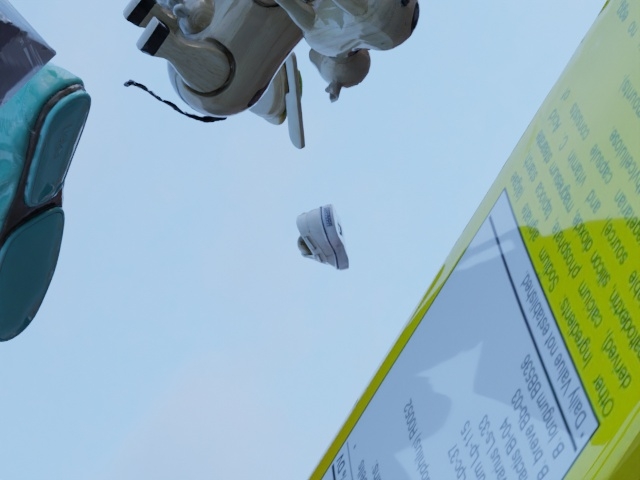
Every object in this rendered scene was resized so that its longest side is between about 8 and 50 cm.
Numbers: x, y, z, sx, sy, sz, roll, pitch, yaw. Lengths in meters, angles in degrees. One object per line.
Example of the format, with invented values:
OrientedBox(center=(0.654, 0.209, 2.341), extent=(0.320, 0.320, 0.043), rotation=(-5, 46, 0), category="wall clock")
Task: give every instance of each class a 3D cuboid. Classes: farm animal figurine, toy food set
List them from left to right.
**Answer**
OrientedBox(center=(-0.065, -0.187, 1.926), extent=(0.039, 0.192, 0.132), rotation=(-25, -50, -28), category="toy food set")
OrientedBox(center=(-0.023, -0.216, 1.557), extent=(0.172, 0.330, 0.327), rotation=(34, -59, -30), category="farm animal figurine")

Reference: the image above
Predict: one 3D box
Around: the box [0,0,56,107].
OrientedBox(center=(-0.314, -0.224, 0.782), extent=(0.097, 0.395, 0.318), rotation=(-43, -11, 5), category="box")

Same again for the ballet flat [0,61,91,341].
OrientedBox(center=(-0.232, -0.038, 1.332), extent=(0.083, 0.087, 0.247), rotation=(-30, -31, -46), category="ballet flat")

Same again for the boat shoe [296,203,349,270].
OrientedBox(center=(0.000, 0.000, 1.348), extent=(0.035, 0.035, 0.100), rotation=(-10, -17, 5), category="boat shoe")

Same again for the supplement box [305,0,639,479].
OrientedBox(center=(0.150, 0.056, 0.578), extent=(0.195, 0.194, 0.356), rotation=(25, -68, -15), category="supplement box")
